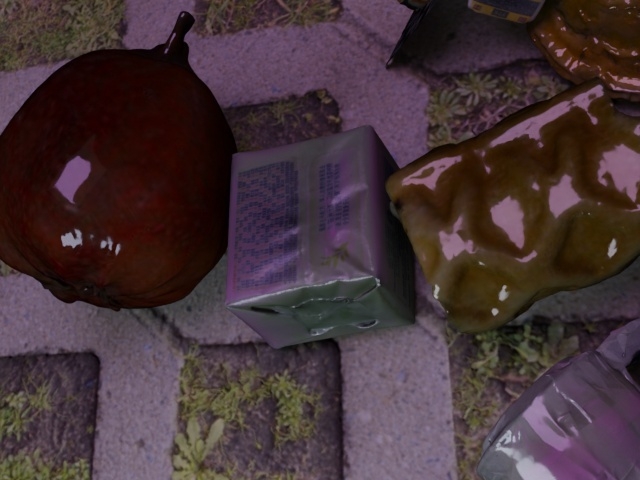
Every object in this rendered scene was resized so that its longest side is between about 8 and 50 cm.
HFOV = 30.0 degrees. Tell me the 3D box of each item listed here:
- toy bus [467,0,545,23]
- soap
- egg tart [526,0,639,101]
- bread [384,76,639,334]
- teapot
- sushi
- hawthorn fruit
[{"bbox_3d":[0.231,-0.411,1.385,0.097,0.138,0.342,11,53,-6],"label":"toy bus"},{"bbox_3d":[0.000,0.000,1.330,0.182,0.138,0.199,-11,62,20],"label":"soap"},{"bbox_3d":[0.373,-0.298,1.304,0.319,0.128,0.319,-9,65,20],"label":"egg tart"},{"bbox_3d":[0.209,-0.034,1.213,0.252,0.238,0.196,-28,91,3],"label":"bread"},{"bbox_3d":[0.272,0.202,1.122,0.178,0.221,0.163,46,135,19],"label":"teapot"},{"bbox_3d":[0.115,-0.295,1.398,0.031,0.201,0.139,28,74,-6],"label":"sushi"},{"bbox_3d":[-0.240,-0.074,1.391,0.308,0.308,0.325,-19,62,17],"label":"hawthorn fruit"}]
